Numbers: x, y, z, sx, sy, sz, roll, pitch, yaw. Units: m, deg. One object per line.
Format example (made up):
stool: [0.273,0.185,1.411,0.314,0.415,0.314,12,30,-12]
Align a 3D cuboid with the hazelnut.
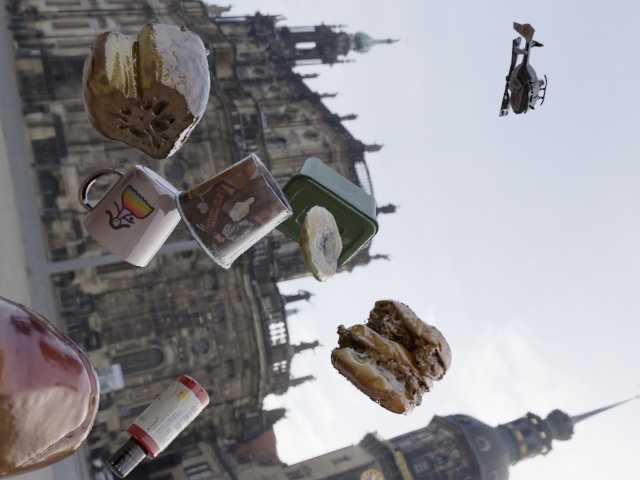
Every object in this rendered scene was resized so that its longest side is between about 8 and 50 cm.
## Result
hazelnut: [-0.606,0.279,1.191,0.372,0.316,0.372,161,-90,-86]

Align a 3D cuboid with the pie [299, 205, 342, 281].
pie: [-0.003,0.000,1.669,0.185,0.052,0.218,57,36,-37]

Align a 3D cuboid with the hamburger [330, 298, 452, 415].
hamburger: [0.153,0.263,1.425,0.260,0.211,0.245,42,-14,-2]

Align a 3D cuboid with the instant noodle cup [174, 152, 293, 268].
instant noodle cup: [-0.194,-0.077,1.447,0.217,0.207,0.217,56,6,-8]

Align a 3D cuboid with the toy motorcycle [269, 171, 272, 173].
toy motorcycle: [-0.214,-0.164,2.125,0.100,0.058,0.173,4,-99,24]

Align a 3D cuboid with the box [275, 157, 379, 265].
box: [0.015,-0.099,2.036,0.253,0.329,0.177,-46,-165,36]

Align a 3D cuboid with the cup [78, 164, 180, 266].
cup: [-0.483,-0.089,1.571,0.253,0.200,0.191,39,3,3]

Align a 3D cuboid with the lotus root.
lotus root: [-0.401,-0.351,1.445,0.316,0.317,0.249,103,-20,-44]

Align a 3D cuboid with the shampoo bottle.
shampoo bottle: [-0.410,0.469,1.553,0.104,0.278,0.104,28,-37,24]

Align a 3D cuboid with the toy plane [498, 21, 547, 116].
toy plane: [0.381,-0.310,1.168,0.078,0.053,0.197,40,-32,41]
